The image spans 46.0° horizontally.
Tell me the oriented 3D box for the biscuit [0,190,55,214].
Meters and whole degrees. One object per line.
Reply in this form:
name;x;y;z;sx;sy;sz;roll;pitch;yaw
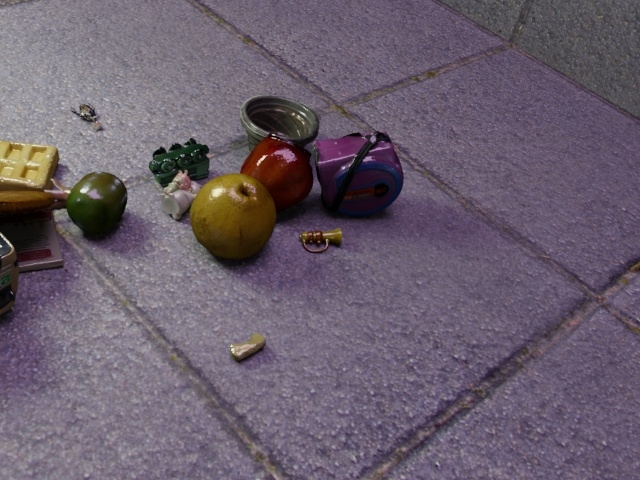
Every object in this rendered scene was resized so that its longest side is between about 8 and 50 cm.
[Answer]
biscuit;-0.746;-0.081;1.671;0.305;0.038;0.305;0;9;0

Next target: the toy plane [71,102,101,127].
toy plane;-0.657;-0.355;2.133;0.120;0.031;0.049;37;51;27

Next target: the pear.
pear;-0.208;-0.065;1.816;0.208;0.209;0.209;8;42;-7

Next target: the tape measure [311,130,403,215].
tape measure;0.100;-0.186;2.000;0.231;0.245;0.149;-12;47;-6

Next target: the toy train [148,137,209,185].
toy train;-0.371;-0.201;1.990;0.170;0.111;0.071;-22;52;-30

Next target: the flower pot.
flower pot;-0.124;-0.301;2.141;0.235;0.141;0.236;9;42;-9

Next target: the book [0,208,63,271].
book;-0.698;-0.013;1.752;0.162;0.022;0.232;-10;47;-22

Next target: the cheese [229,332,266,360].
cheese;-0.158;0.229;1.633;0.083;0.030;0.044;-29;63;-31

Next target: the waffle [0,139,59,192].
waffle;-0.804;-0.185;1.884;0.274;0.057;0.168;7;42;-8

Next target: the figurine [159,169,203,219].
figurine;-0.335;-0.129;1.925;0.081;0.098;0.146;20;42;25

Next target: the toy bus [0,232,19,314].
toy bus;-0.780;0.111;1.464;0.177;0.202;0.365;34;48;30

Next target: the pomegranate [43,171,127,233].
pomegranate;-0.563;-0.093;1.808;0.191;0.131;0.152;3;33;9

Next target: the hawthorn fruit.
hawthorn fruit;-0.131;-0.162;1.948;0.251;0.189;0.189;-38;56;-1

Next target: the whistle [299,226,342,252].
whistle;0.001;0.001;1.934;0.109;0.057;0.046;-7;0;-11
